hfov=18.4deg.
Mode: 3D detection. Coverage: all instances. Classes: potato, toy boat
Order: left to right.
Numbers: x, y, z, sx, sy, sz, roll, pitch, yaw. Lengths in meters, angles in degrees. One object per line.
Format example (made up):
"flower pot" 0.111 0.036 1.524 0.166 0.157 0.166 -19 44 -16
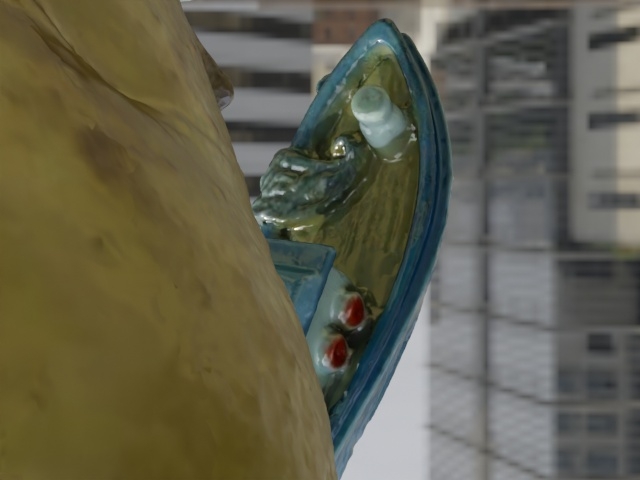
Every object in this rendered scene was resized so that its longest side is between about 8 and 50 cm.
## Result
"potato" -0.096 0.054 0.458 0.242 0.285 0.242 13 -154 -6
"toy boat" 0.000 0.000 0.978 0.109 0.238 0.098 9 159 34
